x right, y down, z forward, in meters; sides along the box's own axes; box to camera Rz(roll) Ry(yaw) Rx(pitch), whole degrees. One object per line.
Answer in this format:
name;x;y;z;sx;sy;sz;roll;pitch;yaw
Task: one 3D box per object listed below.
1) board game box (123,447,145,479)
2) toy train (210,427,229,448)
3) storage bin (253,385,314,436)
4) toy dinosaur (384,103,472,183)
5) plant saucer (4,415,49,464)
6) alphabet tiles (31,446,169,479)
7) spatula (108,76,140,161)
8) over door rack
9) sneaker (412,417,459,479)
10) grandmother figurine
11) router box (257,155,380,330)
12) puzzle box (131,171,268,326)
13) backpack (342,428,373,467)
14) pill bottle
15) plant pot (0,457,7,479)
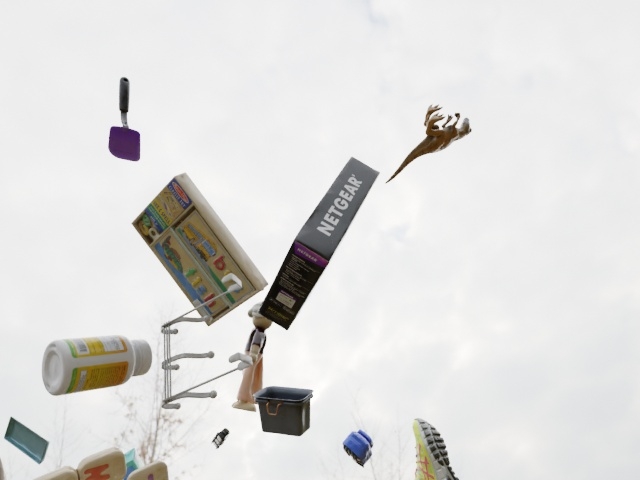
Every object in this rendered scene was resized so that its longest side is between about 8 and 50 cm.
board game box;-0.412;0.514;0.892;0.210;0.047;0.160;-26;-76;-13
toy train;-0.248;0.492;1.192;0.036;0.027;0.158;-37;-13;-32
storage bin;-0.086;0.402;1.117;0.135;0.098;0.091;-5;-90;24
toy dinosaur;0.216;-0.191;0.918;0.211;0.064;0.112;-29;-51;-11
plant saucer;-0.834;0.565;1.358;0.018;0.191;0.067;25;-102;-60
alphabet tiles;-0.362;0.480;0.746;0.277;0.021;0.285;-10;-79;-40
spatula;-0.549;-0.349;1.336;0.084;0.297;0.030;7;-34;-33
over door rack;-0.293;0.274;1.246;0.324;0.240;0.108;-35;-39;27
sneaker;0.241;0.508;1.072;0.094;0.209;0.081;-37;-39;26
grandmother figurine;-0.209;0.361;1.528;0.103;0.343;0.207;16;-19;-18
router box;0.000;0.000;0.561;0.046;0.179;0.133;30;-46;1
puzzle box;-0.366;0.037;1.427;0.272;0.052;0.409;-36;-88;33
backpack;0.131;0.720;1.682;0.101;0.097;0.120;-51;-33;-20
pill bottle;-0.580;0.321;1.263;0.245;0.136;0.136;8;-55;-52
plant pot;-0.343;0.216;0.377;0.109;0.237;0.237;-39;-52;7
